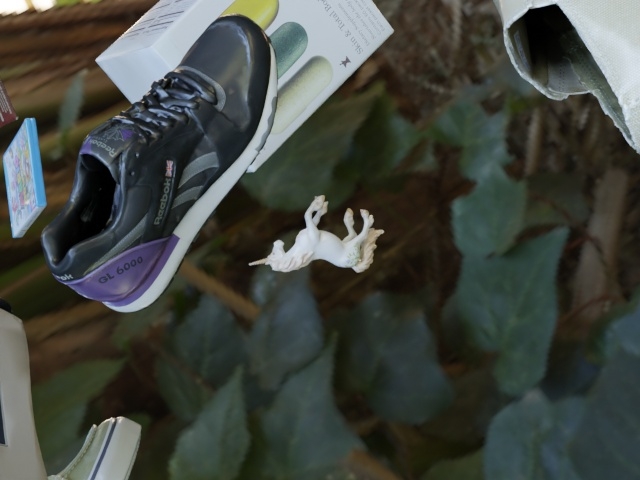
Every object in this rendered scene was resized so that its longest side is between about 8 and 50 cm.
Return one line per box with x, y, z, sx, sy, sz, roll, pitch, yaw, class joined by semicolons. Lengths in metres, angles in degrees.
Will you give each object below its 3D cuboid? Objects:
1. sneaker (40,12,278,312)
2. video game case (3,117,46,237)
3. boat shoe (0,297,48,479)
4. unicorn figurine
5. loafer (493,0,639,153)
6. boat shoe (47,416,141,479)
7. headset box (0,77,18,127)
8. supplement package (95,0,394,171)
-0.136;-0.078;1.244;0.107;0.283;0.124;24;175;32;sneaker
-0.394;-0.080;1.930;0.166;0.015;0.119;147;115;-64;video game case
-0.322;0.209;1.221;0.158;0.127;0.341;-33;47;27;boat shoe
0.000;0.000;1.914;0.161;0.111;0.060;17;173;-5;unicorn figurine
0.133;-0.140;0.820;0.268;0.092;0.102;45;171;42;loafer
-0.264;0.286;1.421;0.094;0.302;0.109;26;138;-4;boat shoe
-0.464;-0.174;1.480;0.110;0.293;0.218;-1;115;47;headset box
-0.094;-0.240;1.796;0.199;0.263;0.198;50;160;-20;supplement package
